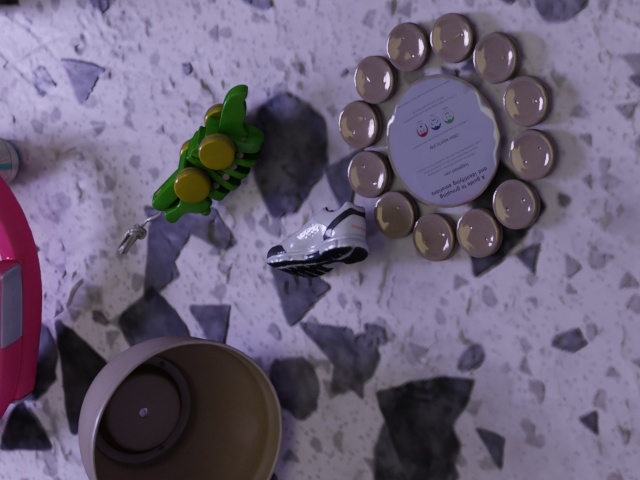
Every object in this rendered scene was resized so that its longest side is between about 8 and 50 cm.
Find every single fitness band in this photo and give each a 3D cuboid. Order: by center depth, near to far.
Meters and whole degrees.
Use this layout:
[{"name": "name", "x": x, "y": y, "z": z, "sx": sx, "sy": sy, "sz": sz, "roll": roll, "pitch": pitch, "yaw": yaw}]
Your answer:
[{"name": "fitness band", "x": -0.338, "y": 0.041, "z": 1.628, "sx": 0.209, "sy": 0.054, "sz": 0.291, "roll": 28, "pitch": 127, "yaw": 26}]

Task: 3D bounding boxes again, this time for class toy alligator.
[{"name": "toy alligator", "x": -0.094, "y": -0.046, "z": 1.470, "sx": 0.051, "sy": 0.056, "sz": 0.190, "roll": 29, "pitch": 121, "yaw": -16}]

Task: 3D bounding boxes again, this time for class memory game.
[{"name": "memory game", "x": 0.093, "y": -0.075, "z": 1.353, "sx": 0.186, "sy": 0.012, "sz": 0.186, "roll": 6, "pitch": 101, "yaw": 34}]

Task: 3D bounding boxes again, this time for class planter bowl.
[{"name": "planter bowl", "x": -0.126, "y": 0.146, "z": 1.471, "sx": 0.109, "sy": 0.162, "sz": 0.162, "roll": 22, "pitch": 112, "yaw": 60}]

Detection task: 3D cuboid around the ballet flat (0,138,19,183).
[{"name": "ballet flat", "x": -0.340, "y": -0.075, "z": 1.636, "sx": 0.168, "sy": 0.052, "sz": 0.057, "roll": 3, "pitch": 99, "yaw": 35}]

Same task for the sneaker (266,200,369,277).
[{"name": "sneaker", "x": 0.000, "y": 0.000, "z": 1.418, "sx": 0.109, "sy": 0.040, "sz": 0.044, "roll": -16, "pitch": 62, "yaw": 46}]
